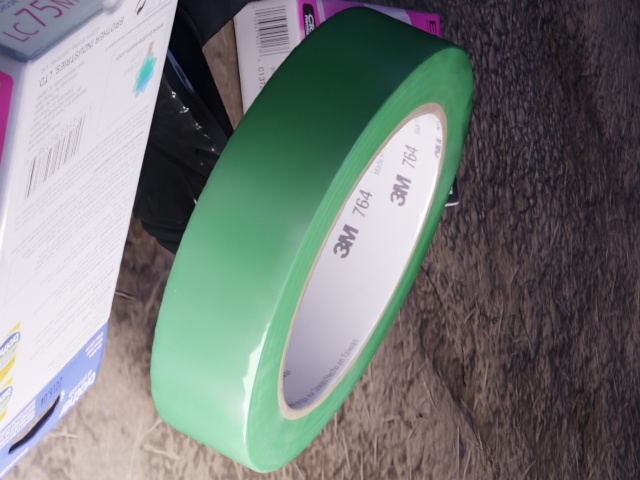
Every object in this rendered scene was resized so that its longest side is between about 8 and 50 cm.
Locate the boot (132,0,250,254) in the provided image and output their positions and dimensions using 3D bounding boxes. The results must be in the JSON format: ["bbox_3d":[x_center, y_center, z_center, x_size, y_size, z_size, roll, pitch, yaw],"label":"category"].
[{"bbox_3d":[-0.082,-0.137,1.237,0.246,0.094,0.207,64,37,-23],"label":"boot"}]

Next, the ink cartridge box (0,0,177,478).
[{"bbox_3d":[-0.162,-0.008,0.986,0.186,0.065,0.311,-51,158,-56],"label":"ink cartridge box"}]

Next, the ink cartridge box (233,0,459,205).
[{"bbox_3d":[0.045,-0.110,1.520,0.371,0.069,0.176,-8,92,-65],"label":"ink cartridge box"}]

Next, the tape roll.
[{"bbox_3d":[0.000,0.000,1.223,0.321,0.077,0.321,-56,161,-30],"label":"tape roll"}]
